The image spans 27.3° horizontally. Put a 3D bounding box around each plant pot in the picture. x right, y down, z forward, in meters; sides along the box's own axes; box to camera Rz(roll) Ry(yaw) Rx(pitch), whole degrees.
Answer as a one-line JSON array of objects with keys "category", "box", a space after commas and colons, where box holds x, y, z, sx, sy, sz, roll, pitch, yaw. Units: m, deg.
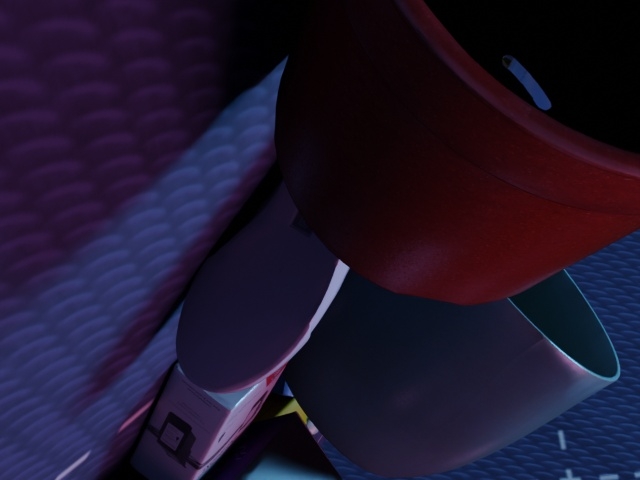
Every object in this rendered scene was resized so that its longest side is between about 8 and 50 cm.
[{"category": "plant pot", "box": [0.100, 0.086, 1.260, 0.235, 0.293, 0.293, -41, 175, 17]}, {"category": "plant pot", "box": [0.101, -0.101, 0.657, 0.272, 0.272, 0.265, -48, 178, -26]}]

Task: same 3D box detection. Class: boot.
[{"category": "boot", "box": [0.000, 0.000, 0.956, 0.258, 0.095, 0.123, -55, 164, 6]}]

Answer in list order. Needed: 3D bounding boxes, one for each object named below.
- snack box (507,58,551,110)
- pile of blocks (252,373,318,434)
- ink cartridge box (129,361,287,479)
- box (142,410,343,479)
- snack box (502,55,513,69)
[{"category": "snack box", "box": [0.253, -0.212, 1.108, 0.322, 0.060, 0.187, -43, 163, -50]}, {"category": "pile of blocks", "box": [0.001, 0.126, 1.507, 0.362, 0.149, 0.112, -35, -154, -34]}, {"category": "ink cartridge box", "box": [-0.093, 0.140, 1.133, 0.109, 0.063, 0.150, -43, 167, -46]}, {"category": "box", "box": [-0.124, 0.281, 1.182, 0.184, 0.103, 0.261, -25, -167, 43]}, {"category": "snack box", "box": [0.173, -0.190, 1.187, 0.207, 0.070, 0.174, -55, 170, 1]}]
